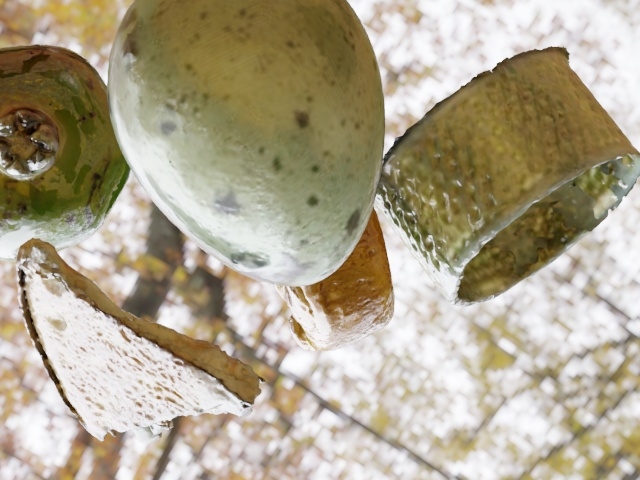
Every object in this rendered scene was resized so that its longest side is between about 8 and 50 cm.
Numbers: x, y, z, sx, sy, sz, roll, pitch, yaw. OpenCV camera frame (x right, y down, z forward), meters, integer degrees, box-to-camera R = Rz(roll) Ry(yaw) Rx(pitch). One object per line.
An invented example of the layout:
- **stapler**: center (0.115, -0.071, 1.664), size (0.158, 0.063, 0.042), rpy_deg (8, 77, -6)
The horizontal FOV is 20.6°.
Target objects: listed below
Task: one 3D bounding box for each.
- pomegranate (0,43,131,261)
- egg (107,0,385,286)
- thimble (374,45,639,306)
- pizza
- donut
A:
- **pomegranate**: center (-0.236, -0.073, 1.386), size (0.180, 0.180, 0.209), rpy_deg (28, 179, -6)
- **egg**: center (-0.042, -0.078, 1.144), size (0.177, 0.177, 0.228), rpy_deg (-39, -71, -61)
- **thimble**: center (0.200, -0.066, 1.871), size (0.270, 0.271, 0.150), rpy_deg (-12, -120, -52)
- **pizza**: center (-0.116, 0.078, 1.192), size (0.195, 0.185, 0.052), rpy_deg (13, -133, 32)
- **donut**: center (0.000, 0.000, 1.796), size (0.113, 0.227, 0.227), rpy_deg (-15, -140, -5)
